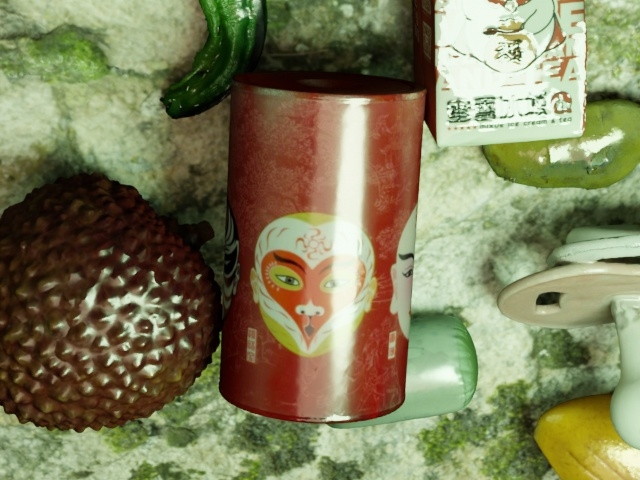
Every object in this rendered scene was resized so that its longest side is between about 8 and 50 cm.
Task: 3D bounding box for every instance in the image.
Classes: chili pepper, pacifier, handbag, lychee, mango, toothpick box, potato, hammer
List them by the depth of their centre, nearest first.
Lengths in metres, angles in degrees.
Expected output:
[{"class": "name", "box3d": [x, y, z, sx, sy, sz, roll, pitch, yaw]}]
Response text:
[{"class": "handbag", "box3d": [0.181, -0.256, 1.524, 0.171, 0.151, 0.298, -5, 112, -5]}, {"class": "toothpick box", "box3d": [0.000, 0.000, 1.543, 0.204, 0.204, 0.333, 3, 103, -4]}, {"class": "chili pepper", "box3d": [-0.117, -0.252, 1.549, 0.122, 0.065, 0.278, -5, 123, -4]}, {"class": "lychee", "box3d": [-0.242, 0.069, 1.607, 0.304, 0.276, 0.275, -37, 119, -19]}, {"class": "potato", "box3d": [0.272, -0.103, 1.640, 0.188, 0.085, 0.105, -2, 117, 4]}, {"class": "pacifier", "box3d": [0.366, 0.082, 1.673, 0.332, 0.220, 0.273, -2, 108, 3]}, {"class": "hammer", "box3d": [0.063, 0.057, 1.711, 0.206, 0.119, 0.335, -11, 112, 1]}, {"class": "mango", "box3d": [0.410, 0.300, 1.824, 0.350, 0.201, 0.199, 36, 75, -11]}]
